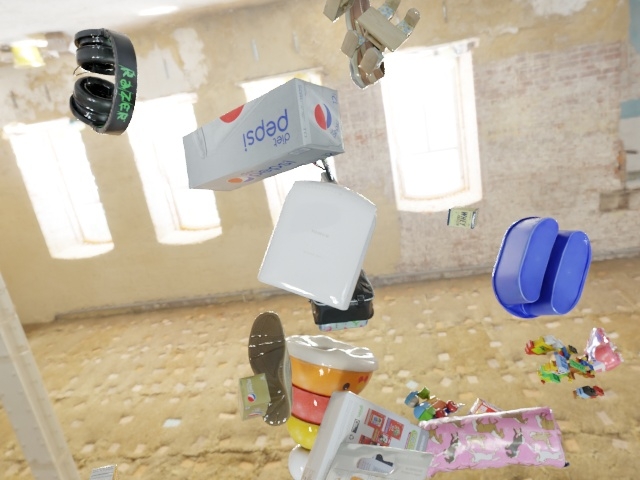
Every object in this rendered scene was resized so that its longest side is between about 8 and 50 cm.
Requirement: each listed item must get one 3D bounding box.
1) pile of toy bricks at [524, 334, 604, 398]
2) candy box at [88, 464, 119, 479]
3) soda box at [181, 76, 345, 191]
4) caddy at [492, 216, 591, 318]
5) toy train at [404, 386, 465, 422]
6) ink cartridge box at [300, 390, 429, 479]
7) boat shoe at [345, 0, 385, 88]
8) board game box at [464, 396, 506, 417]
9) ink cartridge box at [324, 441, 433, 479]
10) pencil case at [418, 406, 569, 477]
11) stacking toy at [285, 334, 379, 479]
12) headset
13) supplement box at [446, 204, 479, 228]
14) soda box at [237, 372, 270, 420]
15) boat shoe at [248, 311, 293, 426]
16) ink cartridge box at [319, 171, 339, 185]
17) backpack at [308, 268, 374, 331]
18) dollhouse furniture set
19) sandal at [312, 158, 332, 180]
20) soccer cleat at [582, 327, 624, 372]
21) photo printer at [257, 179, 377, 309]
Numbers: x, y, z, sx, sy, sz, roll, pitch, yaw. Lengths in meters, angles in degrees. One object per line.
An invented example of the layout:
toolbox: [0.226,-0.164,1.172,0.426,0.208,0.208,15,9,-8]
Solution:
pile of toy bricks: [0.580,0.321,1.101,0.105,0.212,0.118,-38,-147,39]
candy box: [-0.697,0.893,1.421,0.088,0.182,0.316,-5,-167,-15]
soda box: [-0.101,-0.153,0.711,0.286,0.098,0.091,-9,177,42]
caddy: [0.695,0.084,1.447,0.241,0.341,0.179,23,171,-9]
toy train: [0.413,0.585,1.627,0.143,0.105,0.248,41,-153,30]
ink cartridge box: [0.114,0.607,1.212,0.309,0.272,0.130,-66,-171,-24]
boat shoe: [0.160,-0.662,1.463,0.116,0.324,0.123,-4,-177,33]
board game box: [0.573,0.671,1.600,0.147,0.193,0.045,28,-167,-5]
ink cartridge box: [0.090,0.636,0.945,0.308,0.091,0.385,-23,-150,49]
pencil case: [0.462,0.562,1.257,0.386,0.167,0.160,-13,-177,15]
stacking toy: [-0.007,0.587,1.560,0.351,0.479,0.350,11,177,1]
headset: [-0.537,-0.416,1.165,0.185,0.243,0.394,-4,-149,-43]
supplement box: [0.458,-0.076,1.450,0.083,0.056,0.083,10,-163,25]
soda box: [-0.151,0.351,1.004,0.058,0.061,0.181,-8,152,-16]
boat shoe: [-0.131,0.351,1.259,0.109,0.302,0.098,-11,167,6]
ink cartridge box: [0.040,-0.122,1.493,0.045,0.179,0.145,-17,-122,-14]
backpack: [0.066,0.186,1.587,0.225,0.191,0.253,-6,-143,-8]
dollhouse furniture set: [0.143,-0.641,1.265,0.212,0.242,0.161,-48,179,-20]
sandal: [-0.018,-0.240,1.226,0.040,0.179,0.067,-27,-158,13]
soccer cleat: [0.796,0.315,1.303,0.095,0.083,0.248,-36,170,22]
photo printer: [0.000,0.000,1.199,0.256,0.307,0.107,19,178,5]
